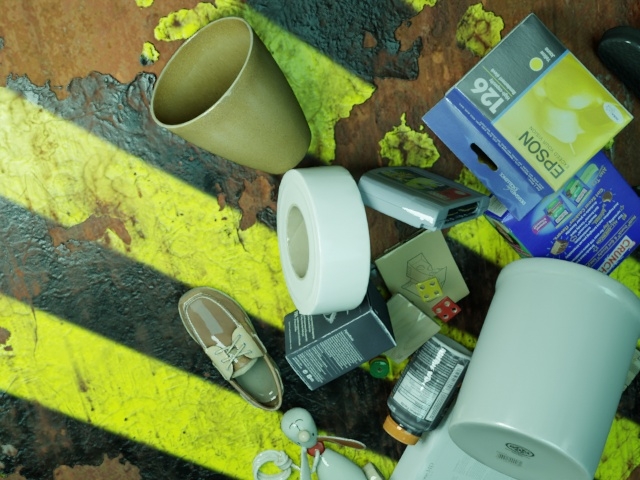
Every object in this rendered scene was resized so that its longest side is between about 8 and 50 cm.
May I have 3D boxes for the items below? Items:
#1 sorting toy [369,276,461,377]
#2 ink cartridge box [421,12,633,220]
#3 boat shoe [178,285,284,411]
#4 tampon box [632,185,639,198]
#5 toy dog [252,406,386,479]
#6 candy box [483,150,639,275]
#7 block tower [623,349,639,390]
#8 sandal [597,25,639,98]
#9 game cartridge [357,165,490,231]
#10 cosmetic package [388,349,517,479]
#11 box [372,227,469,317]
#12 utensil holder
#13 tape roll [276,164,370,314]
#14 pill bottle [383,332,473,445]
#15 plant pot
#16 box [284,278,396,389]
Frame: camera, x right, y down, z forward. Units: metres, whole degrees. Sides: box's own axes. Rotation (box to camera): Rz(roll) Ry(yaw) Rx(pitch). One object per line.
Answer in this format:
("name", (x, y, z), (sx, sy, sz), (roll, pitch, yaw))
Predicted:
("sorting toy", (0.177, 0.178, 1.949), (0.132, 0.046, 0.274), (39, 113, -18))
("ink cartridge box", (0.423, -0.253, 1.827), (0.307, 0.072, 0.303), (-44, 91, -2))
("boat shoe", (-0.169, 0.225, 1.823), (0.123, 0.116, 0.324), (-39, 117, -3))
("tampon box", (0.820, -0.068, 2.068), (0.161, 0.120, 0.101), (-5, 111, -18))
("toy dog", (0.031, 0.528, 1.978), (0.333, 0.161, 0.220), (31, 96, -26))
("candy box", (0.552, -0.054, 1.978), (0.268, 0.122, 0.317), (-46, 115, 0))
("block tower", (0.653, 0.388, 2.189), (0.091, 0.097, 0.335), (34, 93, -26))
("sandal", (0.788, -0.332, 1.949), (0.446, 0.167, 0.107), (39, 75, -27))
("game cartridge", (0.195, -0.089, 1.742), (0.294, 0.196, 0.060), (-15, 122, -60))
("cosmetic package", (0.374, 0.475, 2.118), (0.284, 0.097, 0.377), (24, 99, -27))
("box", (0.225, 0.079, 1.965), (0.164, 0.021, 0.201), (-31, 115, -7))
("utensil holder", (0.474, 0.282, 1.872), (0.327, 0.327, 0.385), (41, 60, -27))
("tape roll", (0.000, 0.000, 1.711), (0.100, 0.286, 0.286), (-6, 111, -18))
("pill bottle", (0.235, 0.336, 2.000), (0.130, 0.130, 0.246), (25, 100, -25))
("plant pot", (-0.135, -0.237, 1.629), (0.237, 0.237, 0.254), (-50, 131, 3))
("box", (0.037, 0.185, 1.835), (0.207, 0.153, 0.108), (-29, 117, 13))
